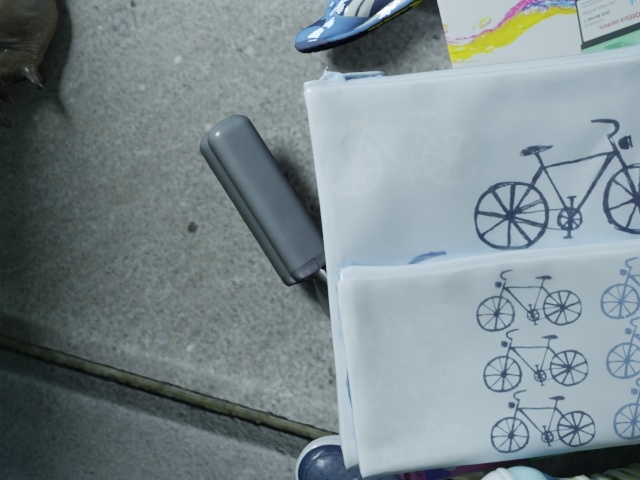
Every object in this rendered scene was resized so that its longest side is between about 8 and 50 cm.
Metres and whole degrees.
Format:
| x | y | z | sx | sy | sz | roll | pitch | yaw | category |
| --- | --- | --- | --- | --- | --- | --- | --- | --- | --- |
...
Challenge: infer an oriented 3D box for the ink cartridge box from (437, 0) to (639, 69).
| x | y | z | sx | sy | sz | roll | pitch | yaw | category |
| --- | --- | --- | --- | --- | --- | --- | --- | --- | --- |
| 0.207 | -0.209 | 1.468 | 0.201 | 0.117 | 0.278 | -12 | 97 | 13 | ink cartridge box |

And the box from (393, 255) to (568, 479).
| x | y | z | sx | sy | sz | roll | pitch | yaw | category |
| --- | --- | --- | --- | --- | --- | --- | --- | --- | --- |
| 0.166 | 0.079 | 1.492 | 0.243 | 0.117 | 0.213 | -11 | 96 | -5 | box |

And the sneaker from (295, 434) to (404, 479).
| x | y | z | sx | sy | sz | roll | pitch | yaw | category |
| --- | --- | --- | --- | --- | --- | --- | --- | --- | --- |
| 0.083 | 0.295 | 1.558 | 0.282 | 0.153 | 0.099 | 41 | 104 | 3 | sneaker |

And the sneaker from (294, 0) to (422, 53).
| x | y | z | sx | sy | sz | roll | pitch | yaw | category |
| --- | --- | --- | --- | --- | --- | --- | --- | --- | --- |
| 0.035 | -0.218 | 1.539 | 0.144 | 0.053 | 0.059 | -30 | 90 | 7 | sneaker |

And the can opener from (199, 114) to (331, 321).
| x | y | z | sx | sy | sz | roll | pitch | yaw | category |
| --- | --- | --- | --- | --- | --- | --- | --- | --- | --- |
| 0.000 | 0.000 | 1.583 | 0.095 | 0.076 | 0.283 | -33 | 92 | -16 | can opener |

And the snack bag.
| x | y | z | sx | sy | sz | roll | pitch | yaw | category |
| --- | --- | --- | --- | --- | --- | --- | --- | --- | --- |
| 0.162 | 0.012 | 1.401 | 0.323 | 0.037 | 0.342 | -6 | 96 | 0 | snack bag |

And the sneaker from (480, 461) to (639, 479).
| x | y | z | sx | sy | sz | roll | pitch | yaw | category |
| --- | --- | --- | --- | --- | --- | --- | --- | --- | --- |
| 0.272 | 0.220 | 1.458 | 0.208 | 0.319 | 0.127 | -38 | 56 | 8 | sneaker |

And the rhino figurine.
| x | y | z | sx | sy | sz | roll | pitch | yaw | category |
| --- | --- | --- | --- | --- | --- | --- | --- | --- | --- |
| -0.301 | -0.226 | 1.593 | 0.106 | 0.073 | 0.243 | -4 | 100 | -10 | rhino figurine |
